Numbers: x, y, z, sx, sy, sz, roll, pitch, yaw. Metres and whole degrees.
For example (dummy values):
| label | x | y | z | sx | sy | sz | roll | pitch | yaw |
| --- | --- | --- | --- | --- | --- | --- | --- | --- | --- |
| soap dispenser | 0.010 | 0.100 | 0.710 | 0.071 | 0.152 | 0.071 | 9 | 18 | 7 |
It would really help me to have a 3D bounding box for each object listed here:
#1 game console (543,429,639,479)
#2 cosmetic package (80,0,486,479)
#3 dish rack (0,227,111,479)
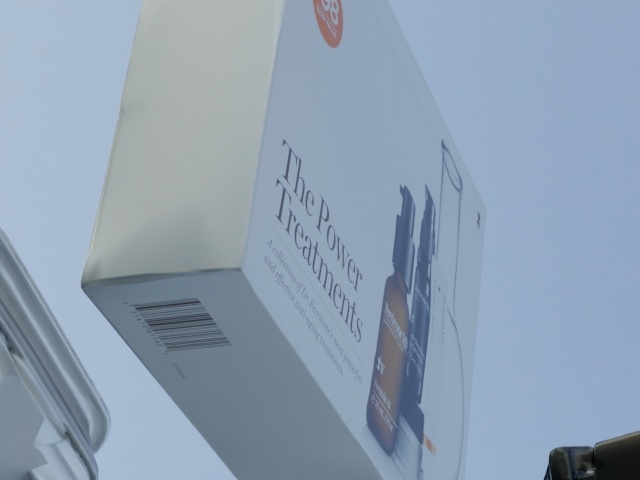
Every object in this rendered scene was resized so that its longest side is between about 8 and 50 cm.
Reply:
| label | x | y | z | sx | sy | sz | roll | pitch | yaw |
| --- | --- | --- | --- | --- | --- | --- | --- | --- | --- |
| game console | 0.115 | 0.130 | 0.642 | 0.107 | 0.071 | 0.122 | 94 | -6 | -58 |
| cosmetic package | 0.000 | 0.000 | 1.131 | 0.097 | 0.284 | 0.377 | -7 | -34 | 18 |
| dish rack | -0.295 | 0.125 | 1.062 | 0.285 | 0.333 | 0.072 | 70 | 0 | -52 |
